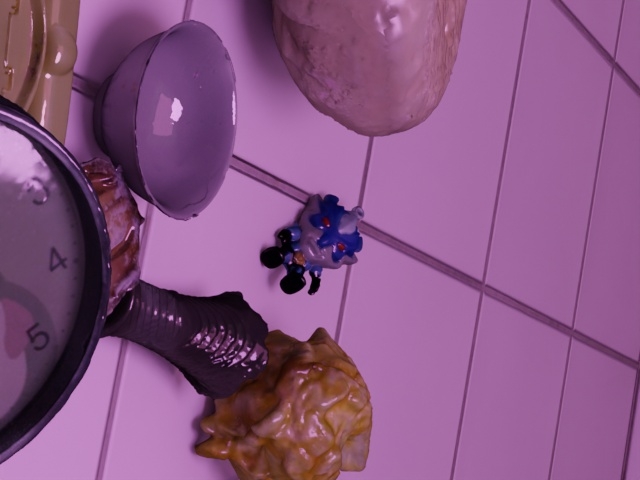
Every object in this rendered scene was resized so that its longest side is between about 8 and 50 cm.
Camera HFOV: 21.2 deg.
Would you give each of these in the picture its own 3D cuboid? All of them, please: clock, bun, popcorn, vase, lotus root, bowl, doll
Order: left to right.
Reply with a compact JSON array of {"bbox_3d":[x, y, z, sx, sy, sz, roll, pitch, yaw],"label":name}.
[{"bbox_3d":[-0.298,0.037,1.224,0.319,0.066,0.318,-14,115,-33],"label":"clock"},{"bbox_3d":[-0.302,-0.160,1.293,0.308,0.096,0.235,4,93,-63],"label":"clock"},{"bbox_3d":[-0.258,0.031,1.449,0.329,0.078,0.167,-46,125,-55],"label":"lotus root"},{"bbox_3d":[-0.159,-0.115,1.615,0.189,0.086,0.189,-19,111,-62],"label":"bowl"},{"bbox_3d":[-0.152,0.081,1.669,0.237,0.115,0.115,27,71,-59],"label":"vase"},{"bbox_3d":[-0.034,0.187,1.849,0.187,0.186,0.167,-46,133,-61],"label":"popcorn"},{"bbox_3d":[0.000,0.000,2.004,0.096,0.070,0.195,59,37,-5],"label":"doll"},{"bbox_3d":[0.046,-0.291,1.845,0.360,0.211,0.359,8,90,-79],"label":"bun"}]

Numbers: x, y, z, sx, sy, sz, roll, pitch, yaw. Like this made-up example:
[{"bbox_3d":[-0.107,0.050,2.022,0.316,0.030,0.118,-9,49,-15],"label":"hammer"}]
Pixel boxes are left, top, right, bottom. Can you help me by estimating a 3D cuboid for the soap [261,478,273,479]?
[{"bbox_3d":[-0.050,0.292,2.002,0.168,0.033,0.089,-54,140,-46],"label":"soap"}]
